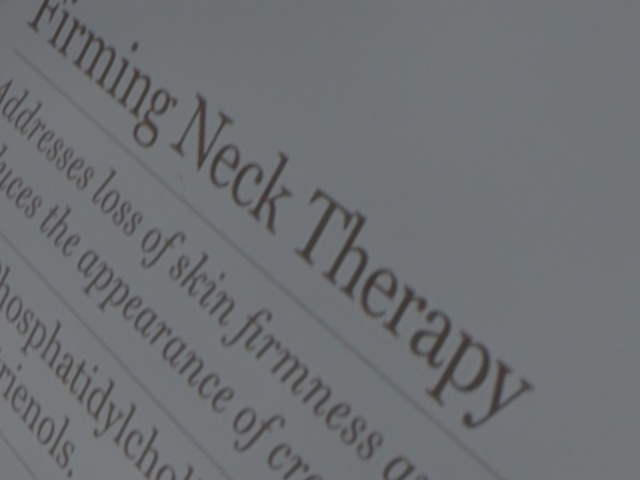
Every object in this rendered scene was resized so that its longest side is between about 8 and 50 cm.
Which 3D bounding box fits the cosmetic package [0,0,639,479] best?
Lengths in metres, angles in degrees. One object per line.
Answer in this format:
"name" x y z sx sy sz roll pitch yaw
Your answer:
"cosmetic package" 0.098 -0.001 0.540 0.329 0.327 0.394 39 -76 42
